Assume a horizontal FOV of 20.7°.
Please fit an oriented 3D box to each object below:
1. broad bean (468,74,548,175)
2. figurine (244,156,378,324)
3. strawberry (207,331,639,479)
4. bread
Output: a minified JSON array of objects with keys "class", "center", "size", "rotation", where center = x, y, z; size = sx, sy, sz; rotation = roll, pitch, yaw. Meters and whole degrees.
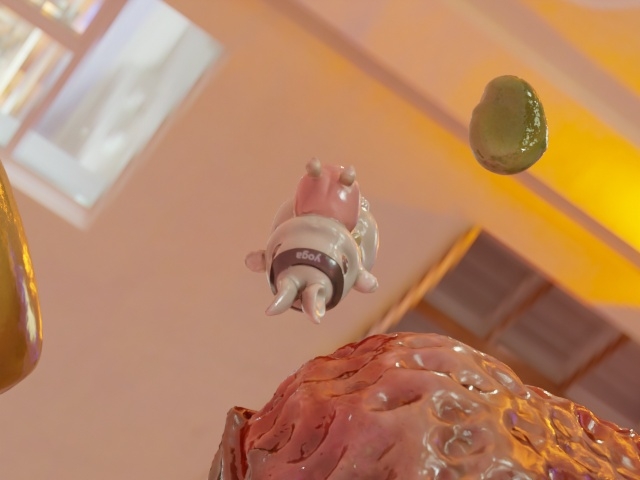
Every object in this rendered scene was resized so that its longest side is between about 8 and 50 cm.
[{"class":"broad bean","center":[0.146,-0.087,1.361],"size":[0.045,0.063,0.083],"rotation":[109,-11,-58]},{"class":"figurine","center":[-0.010,-0.002,1.102],"size":[0.081,0.098,0.146],"rotation":[-9,-177,9]},{"class":"strawberry","center":[0.106,0.151,0.953],"size":[0.149,0.336,0.265],"rotation":[-57,-133,27]},{"class":"bread","center":[-0.277,0.014,1.268],"size":[0.147,0.217,0.098],"rotation":[-14,178,-36]}]
